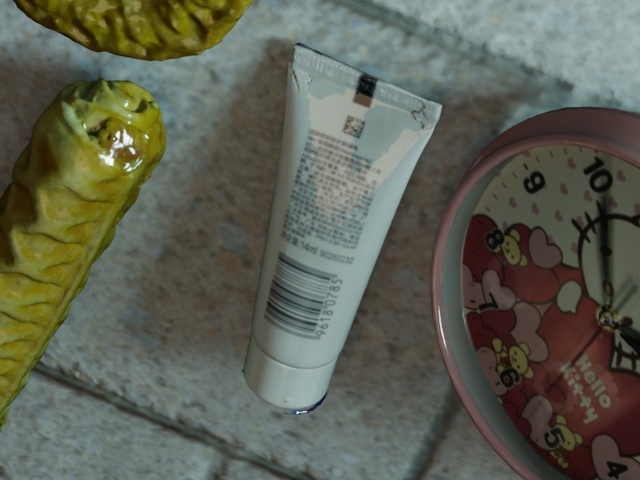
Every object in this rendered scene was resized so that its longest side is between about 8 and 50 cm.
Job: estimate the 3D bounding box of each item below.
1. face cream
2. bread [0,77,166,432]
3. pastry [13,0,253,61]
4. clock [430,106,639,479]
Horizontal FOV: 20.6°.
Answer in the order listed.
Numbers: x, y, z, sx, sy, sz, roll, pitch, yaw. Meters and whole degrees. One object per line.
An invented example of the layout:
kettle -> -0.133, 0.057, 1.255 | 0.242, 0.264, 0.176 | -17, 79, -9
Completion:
face cream -> 0.000, 0.000, 1.056 | 0.092, 0.058, 0.244 | 23, 128, 9
bread -> -0.192, 0.026, 1.130 | 0.084, 0.077, 0.367 | 6, 142, -29
pastry -> -0.096, -0.184, 0.895 | 0.188, 0.103, 0.189 | 12, 133, 13
clock -> 0.160, 0.045, 0.974 | 0.244, 0.056, 0.244 | 20, 119, 41
